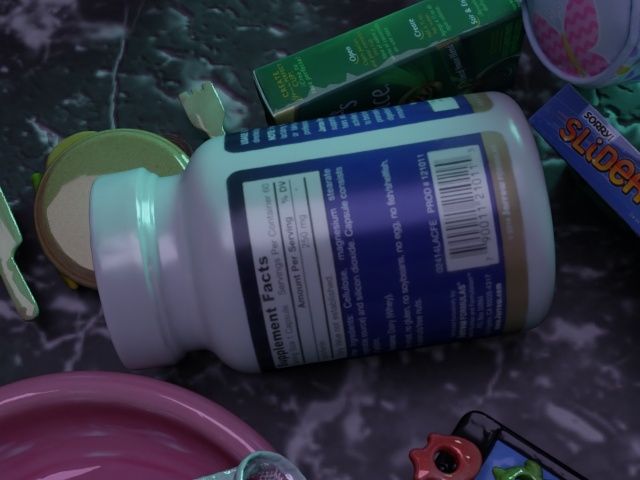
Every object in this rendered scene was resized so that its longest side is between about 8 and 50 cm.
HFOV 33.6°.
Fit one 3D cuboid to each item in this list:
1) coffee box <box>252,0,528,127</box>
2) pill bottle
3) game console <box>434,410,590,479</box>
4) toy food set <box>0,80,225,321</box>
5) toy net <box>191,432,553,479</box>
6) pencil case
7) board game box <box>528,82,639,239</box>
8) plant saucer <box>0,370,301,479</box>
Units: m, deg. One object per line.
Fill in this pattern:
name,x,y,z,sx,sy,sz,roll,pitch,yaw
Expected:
coffee box,0.050,-0.110,0.731,0.184,0.113,0.040,-23,71,-5
pill bottle,0.000,0.000,0.664,0.264,0.153,0.153,-9,68,0
game console,0.110,0.175,0.628,0.122,0.071,0.107,32,90,16
toy food set,-0.143,-0.025,0.762,0.192,0.038,0.132,-23,75,-9
toy net,0.030,0.150,0.586,0.232,0.045,0.122,14,58,-6
pencil case,0.260,-0.172,0.669,0.273,0.114,0.124,-15,48,-23
board game box,0.220,-0.002,0.655,0.035,0.136,0.201,-44,70,12
plant saucer,-0.142,0.246,0.623,0.332,0.084,0.332,-2,67,5
